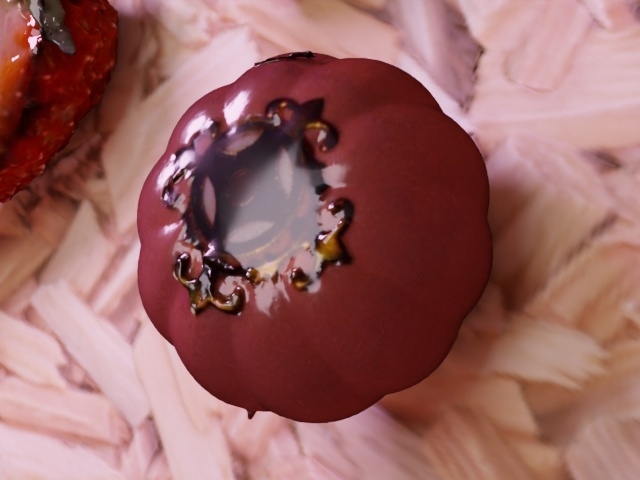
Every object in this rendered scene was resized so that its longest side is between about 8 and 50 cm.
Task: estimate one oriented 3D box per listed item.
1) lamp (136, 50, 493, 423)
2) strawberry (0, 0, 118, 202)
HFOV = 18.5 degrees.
[{"bbox_3d":[0.000,0.000,0.945,0.182,0.140,0.182,-10,69,29],"label":"lamp"},{"bbox_3d":[-0.202,-0.088,1.264,0.174,0.098,0.228,27,108,36],"label":"strawberry"}]
